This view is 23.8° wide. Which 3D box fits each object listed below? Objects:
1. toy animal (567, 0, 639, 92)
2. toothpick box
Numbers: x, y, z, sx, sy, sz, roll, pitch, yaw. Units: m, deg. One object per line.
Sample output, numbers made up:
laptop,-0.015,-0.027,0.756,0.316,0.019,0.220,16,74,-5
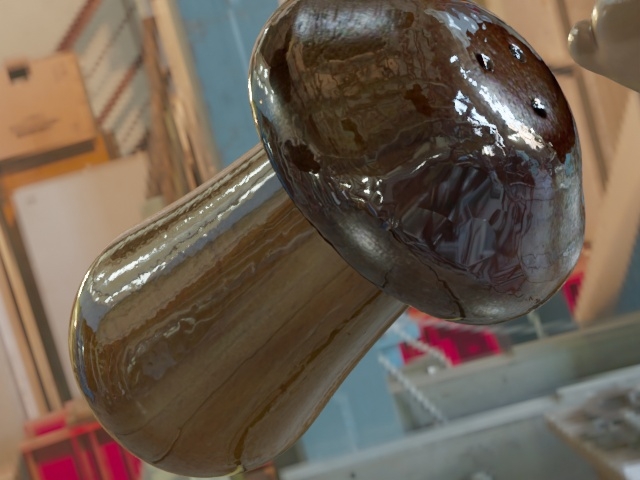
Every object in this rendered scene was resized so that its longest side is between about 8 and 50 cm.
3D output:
toy animal,0.232,-0.168,0.814,0.171,0.197,0.171,18,-16,5
toothpick box,0.000,0.000,0.785,0.294,0.192,0.192,-43,-10,38
